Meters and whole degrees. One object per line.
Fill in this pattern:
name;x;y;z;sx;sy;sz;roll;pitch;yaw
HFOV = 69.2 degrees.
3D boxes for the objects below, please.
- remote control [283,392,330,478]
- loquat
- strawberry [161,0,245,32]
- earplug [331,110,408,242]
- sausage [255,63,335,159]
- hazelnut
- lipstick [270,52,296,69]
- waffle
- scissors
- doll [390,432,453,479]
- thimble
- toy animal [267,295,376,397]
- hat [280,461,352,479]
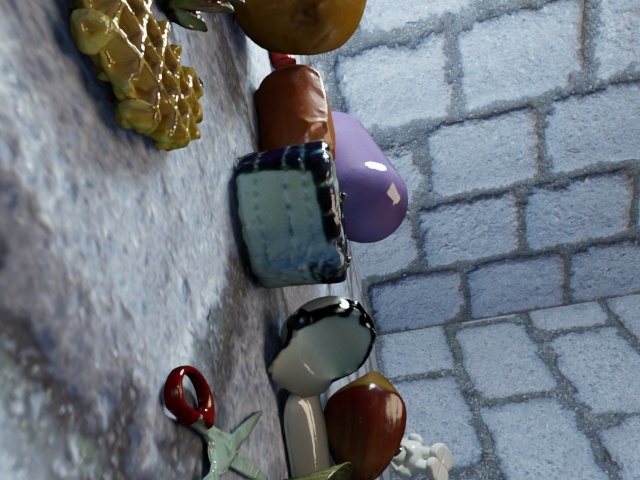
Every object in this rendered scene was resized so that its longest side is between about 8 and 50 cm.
remote control;-0.003;0.378;0.703;0.109;0.055;0.312;33;47;-79
loquat;-0.037;-0.483;0.849;0.284;0.276;0.276;-71;151;-55
strawberry;-0.147;-0.402;0.467;0.233;0.138;0.306;-14;94;-81
earplug;0.068;-0.142;1.057;0.456;0.215;0.215;-111;-175;-61
sausage;-0.047;-0.233;0.928;0.153;0.141;0.268;64;17;-62
hazelnut;0.094;0.385;0.959;0.180;0.181;0.212;58;-8;14
lipstick;-0.113;-0.581;1.202;0.073;0.073;0.279;28;52;-80
waffle;-0.152;-0.161;0.407;0.192;0.046;0.160;-63;142;-79
scissors;-0.091;0.208;0.457;0.247;0.017;0.144;65;16;-66
doll;0.171;0.474;1.079;0.144;0.271;0.208;57;31;-25
thimble;-0.034;-0.031;0.713;0.237;0.150;0.237;-9;90;-83
toy animal;-0.001;0.158;0.743;0.179;0.166;0.138;126;-46;-85
hat;-0.027;0.331;0.598;0.146;0.067;0.146;-39;143;-37
